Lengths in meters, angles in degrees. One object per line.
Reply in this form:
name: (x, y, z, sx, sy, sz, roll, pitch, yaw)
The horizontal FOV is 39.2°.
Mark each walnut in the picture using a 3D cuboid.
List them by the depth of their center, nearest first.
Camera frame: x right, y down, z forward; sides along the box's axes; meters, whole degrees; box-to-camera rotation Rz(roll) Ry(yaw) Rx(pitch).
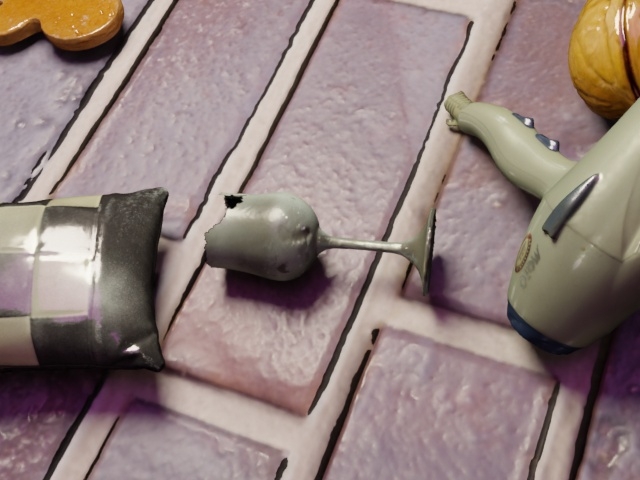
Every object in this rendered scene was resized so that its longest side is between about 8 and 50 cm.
walnut: (0.302, -0.184, 0.824, 0.144, 0.144, 0.180, 13, 65, 15)

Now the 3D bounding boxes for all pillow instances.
pillow: (-0.253, 0.038, 0.777, 0.249, 0.106, 0.186, -3, 59, 1)

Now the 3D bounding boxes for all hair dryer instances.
hair dryer: (0.228, -0.098, 0.716, 0.119, 0.296, 0.298, 13, 47, -34)

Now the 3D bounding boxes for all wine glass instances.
wine glass: (0.000, 0.000, 0.783, 0.195, 0.079, 0.079, 5, 60, 9)

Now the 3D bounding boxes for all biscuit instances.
biscuit: (-0.314, -0.279, 1.018, 0.250, 0.036, 0.165, 33, 69, 28)
